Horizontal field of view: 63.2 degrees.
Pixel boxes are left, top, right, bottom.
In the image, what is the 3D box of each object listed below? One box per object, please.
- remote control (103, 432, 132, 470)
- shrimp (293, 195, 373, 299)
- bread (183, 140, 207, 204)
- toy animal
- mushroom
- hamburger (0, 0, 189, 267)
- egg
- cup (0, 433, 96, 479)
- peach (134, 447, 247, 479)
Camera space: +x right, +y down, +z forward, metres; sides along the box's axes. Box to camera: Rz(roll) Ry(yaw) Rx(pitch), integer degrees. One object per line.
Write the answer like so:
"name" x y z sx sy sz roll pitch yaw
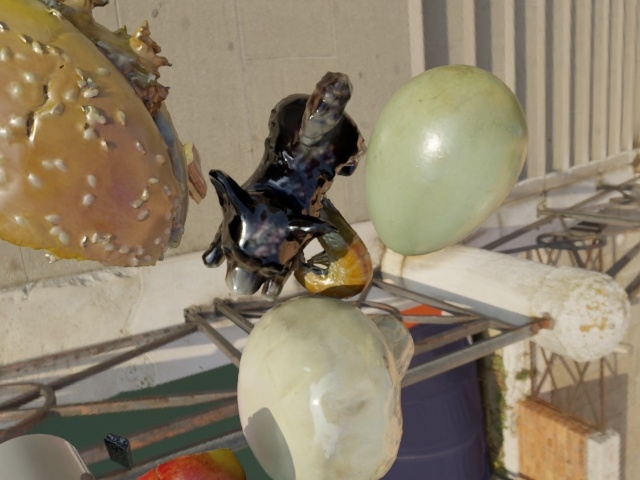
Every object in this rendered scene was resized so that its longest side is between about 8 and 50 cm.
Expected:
"remote control" -0.476 0.503 1.232 0.063 0.245 0.025 24 53 -2
"shrimp" 0.000 0.000 0.926 0.150 0.068 0.249 -19 104 17
"bread" -0.326 -0.175 1.268 0.067 0.192 0.119 -12 69 -4
"toy animal" -0.055 -0.076 0.788 0.194 0.303 0.344 26 77 -3
"mushroom" -0.003 0.219 0.844 0.315 0.315 0.356 46 35 -26
"hamburger" -0.336 -0.167 0.594 0.445 0.268 0.287 26 100 -10
"egg" 0.172 -0.107 0.767 0.218 0.218 0.296 2 123 -29
"cup" -0.540 0.557 1.001 0.253 0.371 0.254 -5 98 -40
"peach" -0.154 0.320 0.632 0.151 0.118 0.151 -3 101 -14
